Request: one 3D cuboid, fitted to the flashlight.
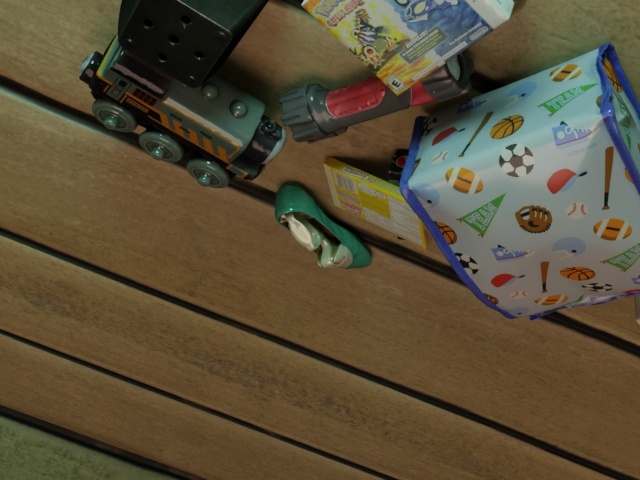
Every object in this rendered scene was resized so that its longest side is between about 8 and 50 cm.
[{"bbox_3d":[0.074,-0.229,1.339,0.304,0.103,0.103,-11,175,34],"label":"flashlight"}]

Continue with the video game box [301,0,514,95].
[{"bbox_3d":[0.108,-0.303,1.139,0.187,0.048,0.205,41,138,-18],"label":"video game box"}]

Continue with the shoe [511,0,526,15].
[{"bbox_3d":[0.171,-0.335,1.219,0.219,0.058,0.077,-1,118,13],"label":"shoe"}]

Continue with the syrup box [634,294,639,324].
[{"bbox_3d":[0.665,0.160,1.605,0.096,0.093,0.237,-24,127,37],"label":"syrup box"}]

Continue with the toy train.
[{"bbox_3d":[-0.212,-0.205,1.397,0.334,0.142,0.190,31,154,-19],"label":"toy train"}]

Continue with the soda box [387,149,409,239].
[{"bbox_3d":[0.154,-0.074,1.520,0.053,0.060,0.169,6,140,18],"label":"soda box"}]

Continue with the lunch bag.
[{"bbox_3d":[0.356,-0.053,1.348,0.327,0.239,0.385,-19,123,32],"label":"lunch bag"}]

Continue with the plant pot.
[{"bbox_3d":[-0.179,-0.329,1.245,0.188,0.167,0.187,29,139,-18],"label":"plant pot"}]

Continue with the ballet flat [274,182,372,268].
[{"bbox_3d":[0.000,0.000,1.637,0.083,0.087,0.247,-22,128,36],"label":"ballet flat"}]

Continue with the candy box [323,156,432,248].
[{"bbox_3d":[0.095,-0.065,1.504,0.206,0.027,0.105,27,152,33],"label":"candy box"}]
